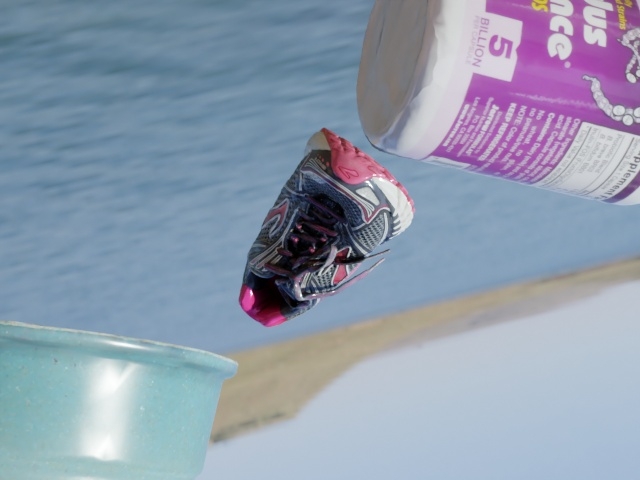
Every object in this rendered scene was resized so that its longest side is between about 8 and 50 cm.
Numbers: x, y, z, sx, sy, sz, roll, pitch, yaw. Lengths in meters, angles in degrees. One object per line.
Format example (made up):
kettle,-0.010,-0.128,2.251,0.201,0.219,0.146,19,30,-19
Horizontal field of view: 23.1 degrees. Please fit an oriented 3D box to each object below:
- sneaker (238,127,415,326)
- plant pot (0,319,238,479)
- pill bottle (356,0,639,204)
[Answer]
sneaker,0.000,0.000,1.478,0.112,0.121,0.299,-47,172,-25
plant pot,-0.242,0.230,1.091,0.341,0.334,0.341,5,171,1
pill bottle,0.194,-0.121,1.208,0.301,0.169,0.169,11,169,-17
